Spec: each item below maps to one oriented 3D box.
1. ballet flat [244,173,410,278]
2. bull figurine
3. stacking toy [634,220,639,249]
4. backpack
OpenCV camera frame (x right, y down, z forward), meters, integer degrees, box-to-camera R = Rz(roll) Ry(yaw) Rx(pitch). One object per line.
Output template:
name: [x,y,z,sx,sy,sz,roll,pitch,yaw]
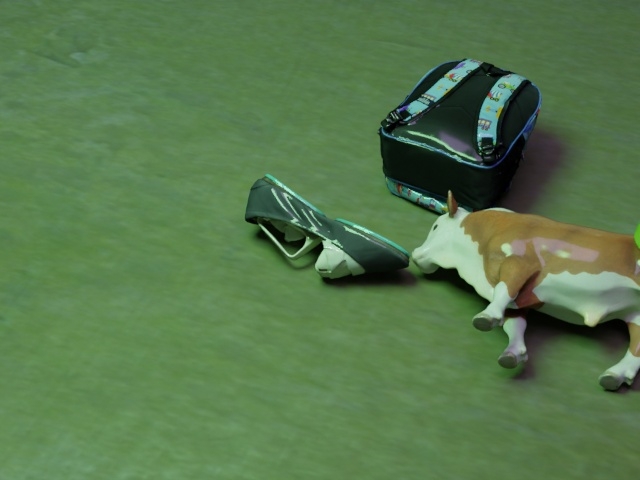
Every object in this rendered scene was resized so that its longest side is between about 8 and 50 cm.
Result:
ballet flat: [0.000,0.000,1.445,0.203,0.074,0.074,29,53,21]
bull figurine: [0.241,0.045,1.356,0.310,0.101,0.188,6,47,11]
stacking toy: [0.480,-0.033,1.334,0.309,0.130,0.279,26,28,25]
backpack: [0.167,-0.124,1.519,0.158,0.117,0.173,21,50,23]
